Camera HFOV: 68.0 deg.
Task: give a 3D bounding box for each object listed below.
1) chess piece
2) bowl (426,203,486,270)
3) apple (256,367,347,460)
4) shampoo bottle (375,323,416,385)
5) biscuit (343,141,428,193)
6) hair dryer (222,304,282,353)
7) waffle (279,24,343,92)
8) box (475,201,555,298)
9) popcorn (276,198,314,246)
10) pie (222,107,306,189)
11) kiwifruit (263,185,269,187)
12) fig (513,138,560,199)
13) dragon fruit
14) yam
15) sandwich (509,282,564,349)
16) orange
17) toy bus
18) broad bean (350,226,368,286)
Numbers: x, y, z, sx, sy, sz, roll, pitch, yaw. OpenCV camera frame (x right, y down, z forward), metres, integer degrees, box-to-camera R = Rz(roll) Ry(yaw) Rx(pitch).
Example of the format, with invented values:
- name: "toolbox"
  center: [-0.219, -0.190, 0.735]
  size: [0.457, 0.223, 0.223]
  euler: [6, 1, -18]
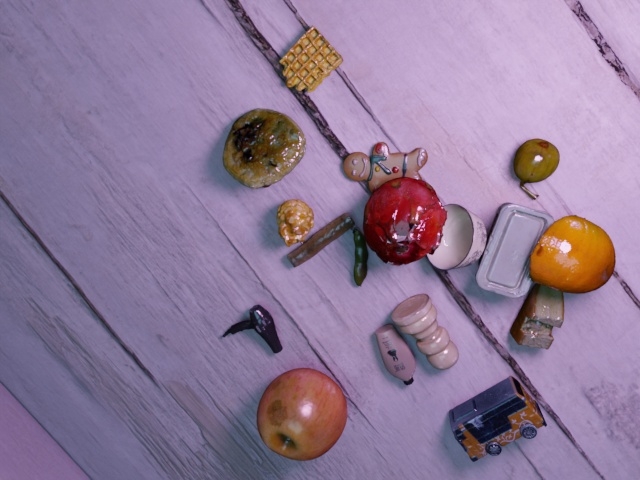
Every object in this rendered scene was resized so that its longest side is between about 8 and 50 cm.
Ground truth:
- name: "chess piece"
  center: [0.417, 0.369, 1.820]
  size: [0.167, 0.167, 0.299]
  euler: [-31, 101, 18]
- name: "bowl"
  center: [0.491, -0.007, 1.674]
  size: [0.127, 0.238, 0.237]
  euler: [7, 112, -29]
- name: "apple"
  center: [-0.077, 0.710, 1.928]
  size: [0.365, 0.364, 0.363]
  euler: [3, 106, 11]
- name: "shampoo bottle"
  center: [0.307, 0.465, 1.905]
  size: [0.127, 0.078, 0.256]
  euler: [-24, 101, 17]
- name: "biscuit"
  center: [0.230, -0.260, 1.732]
  size: [0.302, 0.049, 0.196]
  euler: [9, 105, 11]
- name: "hair dryer"
  center: [-0.304, 0.394, 2.035]
  size: [0.272, 0.091, 0.235]
  euler: [-13, 113, 28]
- name: "waffle"
  center: [-0.044, -0.622, 1.680]
  size: [0.211, 0.055, 0.160]
  euler: [-42, 93, 19]
- name: "box"
  center: [0.657, 0.019, 1.647]
  size: [0.176, 0.182, 0.311]
  euler: [17, 108, 8]
- name: "popcorn"
  center: [-0.100, -0.067, 1.799]
  size: [0.170, 0.180, 0.179]
  euler: [44, 114, 33]
- name: "pie"
  center: [-0.219, -0.347, 1.747]
  size: [0.324, 0.070, 0.322]
  euler: [-1, 82, 10]
- name: "kiwifruit"
  center: [-0.202, -0.260, 1.811]
  size: [0.075, 0.075, 0.124]
  euler: [29, 105, 3]
- name: "fig"
  center: [0.716, -0.254, 1.599]
  size: [0.148, 0.186, 0.142]
  euler: [17, 64, -2]
- name: "dragon fruit"
  center: [0.287, -0.064, 1.643]
  size: [0.296, 0.301, 0.295]
  euler: [2, 137, 2]
- name: "yam"
  center: [0.000, 0.000, 1.845]
  size: [0.318, 0.067, 0.071]
  euler: [-36, 83, 18]
- name: "sandwich"
  center: [0.796, 0.269, 1.721]
  size: [0.122, 0.128, 0.235]
  euler: [15, 109, -1]
- name: "orange"
  center: [0.824, 0.053, 1.556]
  size: [0.311, 0.274, 0.274]
  euler: [24, 110, -6]
- name: "toy bus"
  center: [0.677, 0.695, 1.851]
  size: [0.324, 0.162, 0.194]
  euler: [-37, 95, 17]
- name: "broad bean"
  center: [0.154, 0.064, 1.836]
  size: [0.065, 0.046, 0.254]
  euler: [-13, 111, -23]
